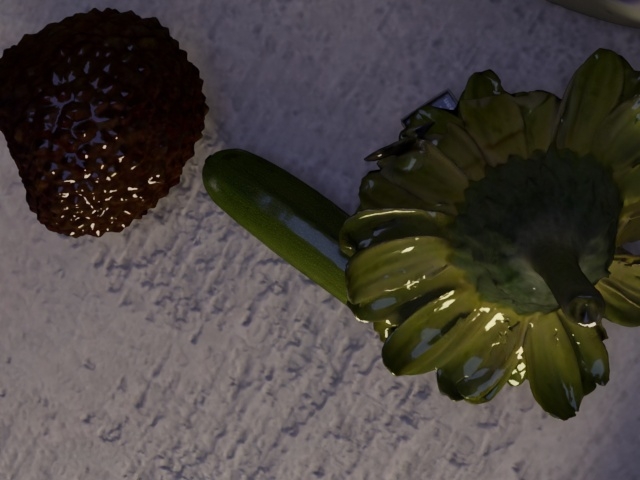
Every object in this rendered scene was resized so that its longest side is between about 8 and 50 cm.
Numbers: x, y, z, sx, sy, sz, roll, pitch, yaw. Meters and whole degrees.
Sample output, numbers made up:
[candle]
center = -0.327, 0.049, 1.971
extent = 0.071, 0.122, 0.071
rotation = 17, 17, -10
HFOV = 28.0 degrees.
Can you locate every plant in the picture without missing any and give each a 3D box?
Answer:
[plant]
center = 0.143, -0.012, 0.996
extent = 0.261, 0.297, 0.306
rotation = 32, 107, 24

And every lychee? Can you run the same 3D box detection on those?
[lychee]
center = -0.186, -0.106, 1.102
extent = 0.188, 0.188, 0.188
rotation = 0, 89, 11

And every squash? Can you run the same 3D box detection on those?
[squash]
center = 0.000, 0.000, 1.114
extent = 0.252, 0.066, 0.066
rotation = 37, 96, 8

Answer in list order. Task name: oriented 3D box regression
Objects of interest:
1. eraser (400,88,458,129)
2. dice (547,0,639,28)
[eraser]
center = 0.122, -0.068, 1.109
extent = 0.052, 0.029, 0.122
rotation = -34, 84, 8
[dice]
center = 0.205, -0.339, 0.956
extent = 0.304, 0.304, 0.277
rotation = 27, 94, 9
